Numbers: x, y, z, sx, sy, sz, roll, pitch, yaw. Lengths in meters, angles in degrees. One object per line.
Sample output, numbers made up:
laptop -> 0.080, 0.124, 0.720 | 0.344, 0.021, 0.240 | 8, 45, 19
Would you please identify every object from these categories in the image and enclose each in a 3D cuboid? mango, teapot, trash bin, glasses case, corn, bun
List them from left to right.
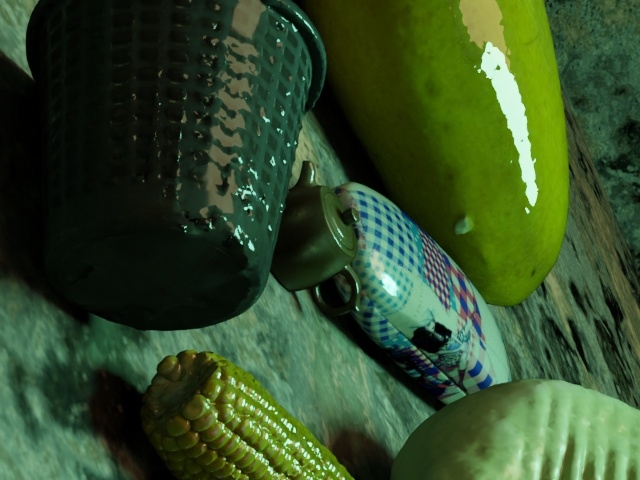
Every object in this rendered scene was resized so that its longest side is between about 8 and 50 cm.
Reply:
trash bin -> -0.084, -0.041, 0.847 | 0.175, 0.175, 0.161 | 45, 38, -49
corn -> -0.023, 0.149, 0.898 | 0.238, 0.080, 0.080 | 54, 22, -38
teapot -> 0.000, 0.000, 1.158 | 0.121, 0.068, 0.076 | 67, 18, 2
glasses case -> 0.088, 0.058, 1.326 | 0.327, 0.076, 0.125 | 44, 26, -52
mango -> 0.124, -0.153, 1.466 | 0.301, 0.220, 0.445 | -9, 78, -77
bun -> 0.188, 0.273, 1.107 | 0.361, 0.213, 0.361 | 12, 49, -15
